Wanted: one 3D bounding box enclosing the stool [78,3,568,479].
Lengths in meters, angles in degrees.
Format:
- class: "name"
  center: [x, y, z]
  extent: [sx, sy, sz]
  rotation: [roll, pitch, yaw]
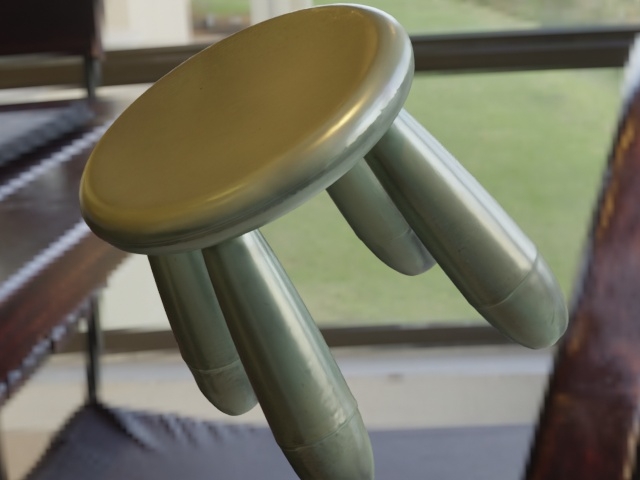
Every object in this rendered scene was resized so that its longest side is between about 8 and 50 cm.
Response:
- class: "stool"
  center: [0.000, 0.000, 0.981]
  extent: [0.195, 0.199, 0.195]
  rotation: [-39, 28, -12]
